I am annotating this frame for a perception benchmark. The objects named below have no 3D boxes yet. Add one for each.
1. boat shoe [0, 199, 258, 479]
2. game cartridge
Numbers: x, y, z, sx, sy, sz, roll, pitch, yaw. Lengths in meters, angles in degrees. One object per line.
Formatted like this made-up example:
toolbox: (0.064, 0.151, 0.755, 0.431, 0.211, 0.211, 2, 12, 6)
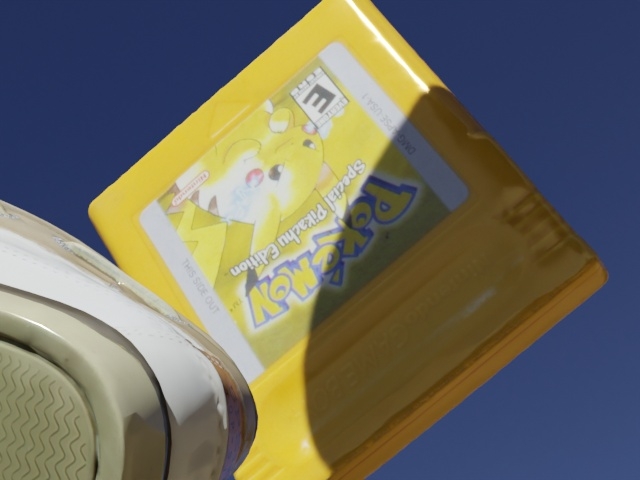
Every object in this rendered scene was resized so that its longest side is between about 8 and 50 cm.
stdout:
boat shoe: (-0.162, 0.027, 0.419, 0.103, 0.302, 0.113, 0, -68, -64)
game cartridge: (0.000, 0.000, 0.879, 0.285, 0.324, 0.052, -40, -37, 6)
